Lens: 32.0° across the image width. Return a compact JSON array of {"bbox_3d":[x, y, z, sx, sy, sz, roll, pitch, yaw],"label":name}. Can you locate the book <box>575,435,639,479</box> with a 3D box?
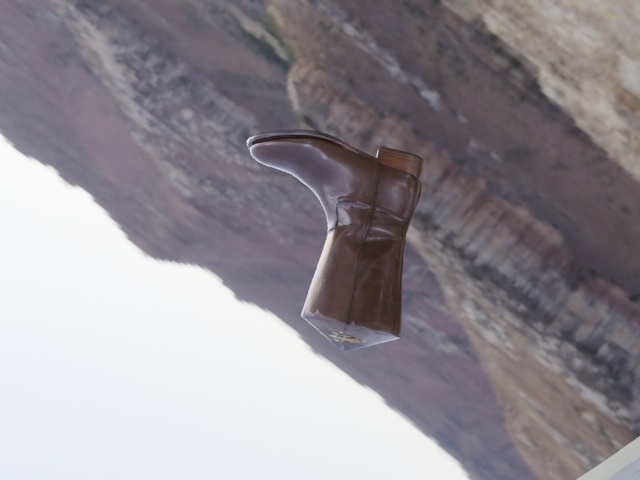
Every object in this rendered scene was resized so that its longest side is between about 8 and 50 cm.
[{"bbox_3d":[0.196,0.207,0.686,0.035,0.096,0.144,-1,112,63],"label":"book"}]

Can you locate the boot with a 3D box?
[{"bbox_3d":[0.000,0.000,0.619,0.106,0.114,0.037,9,166,9],"label":"boot"}]
